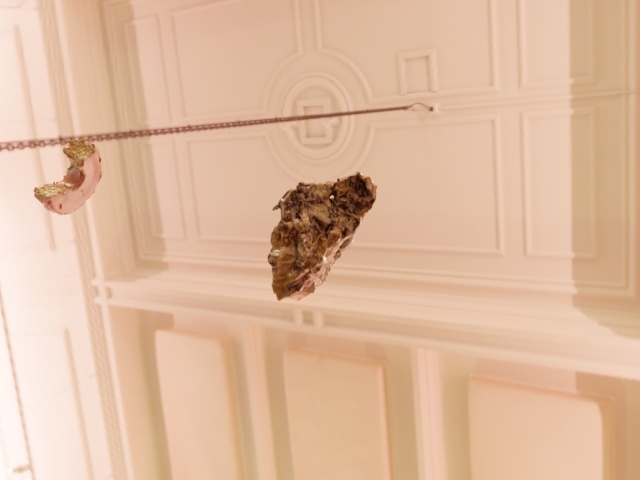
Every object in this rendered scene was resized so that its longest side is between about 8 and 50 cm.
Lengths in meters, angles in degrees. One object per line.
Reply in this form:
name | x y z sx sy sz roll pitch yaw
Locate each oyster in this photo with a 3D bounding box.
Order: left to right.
oyster | 0.000 0.000 1.153 0.083 0.214 0.223 30 -51 41

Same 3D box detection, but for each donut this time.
donut | -0.507 -0.120 1.347 0.065 0.166 0.117 27 -26 15
